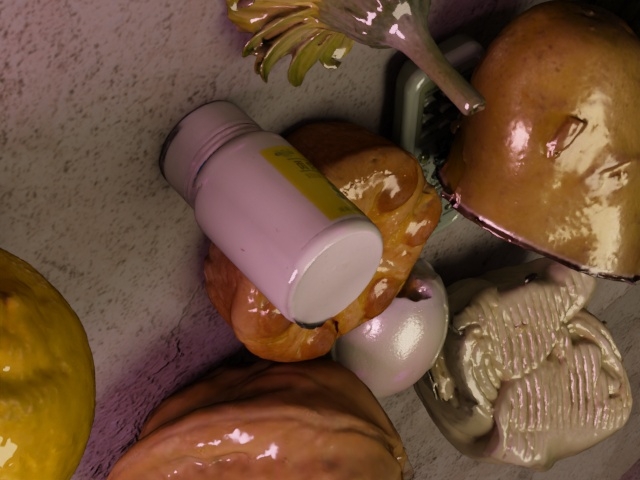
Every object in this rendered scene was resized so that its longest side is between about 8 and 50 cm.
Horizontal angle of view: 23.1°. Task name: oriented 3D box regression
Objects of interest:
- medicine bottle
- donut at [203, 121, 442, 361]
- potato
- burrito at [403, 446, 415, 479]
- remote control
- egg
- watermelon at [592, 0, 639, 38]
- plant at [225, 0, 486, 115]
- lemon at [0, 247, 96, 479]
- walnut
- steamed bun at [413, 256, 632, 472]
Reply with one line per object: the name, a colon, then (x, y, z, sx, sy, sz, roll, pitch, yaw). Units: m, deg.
medicine bottle: (-0.060, -0.035, 1.749, 0.143, 0.258, 0.143, -31, 146, -24)
donut: (0.000, 0.000, 1.969, 0.317, 0.150, 0.299, -37, 148, -13)
potato: (0.355, -0.139, 1.975, 0.397, 0.290, 0.296, 10, 119, -25)
burrito: (0.045, 0.371, 2.520, 0.347, 0.107, 0.175, -4, 144, -46)
remote control: (0.142, -0.127, 2.072, 0.128, 0.065, 0.335, -28, 145, -24)
egg: (0.082, 0.128, 2.185, 0.183, 0.183, 0.217, -19, 134, -37)
watermelon: (0.499, -0.277, 2.120, 0.279, 0.279, 0.359, -31, 157, -23)
plant: (0.032, -0.260, 1.669, 0.261, 0.297, 0.306, 2, 150, -14)
lemon: (-0.387, 0.159, 1.526, 0.348, 0.348, 0.348, -31, 147, -23)
walnut: (-0.070, 0.319, 2.062, 0.383, 0.383, 0.383, -31, 147, -23)
steamed bun: (0.286, 0.180, 2.451, 0.394, 0.237, 0.347, 34, 70, -28)
